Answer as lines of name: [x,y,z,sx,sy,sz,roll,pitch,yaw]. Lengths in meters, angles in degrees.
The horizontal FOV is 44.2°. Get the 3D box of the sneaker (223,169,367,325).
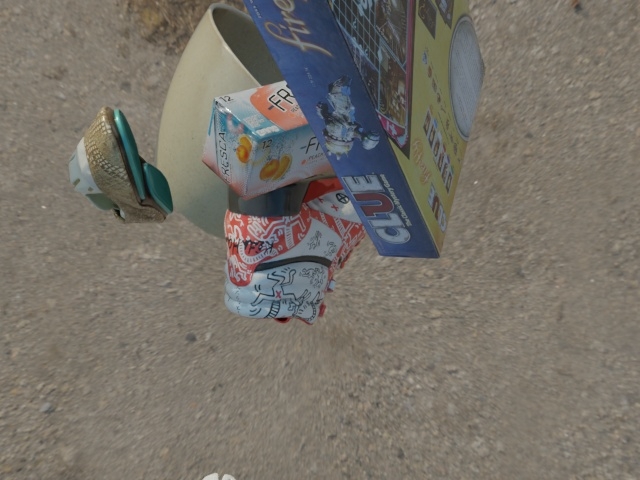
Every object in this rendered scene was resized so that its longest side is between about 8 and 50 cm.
sneaker: [-0.001,0.000,0.800,0.090,0.270,0.145,14,105,31]

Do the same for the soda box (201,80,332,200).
soda box: [-0.007,-0.096,0.652,0.183,0.063,0.058,-24,56,-41]

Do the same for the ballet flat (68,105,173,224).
ballet flat: [-0.179,-0.053,0.687,0.067,0.206,0.073,-12,73,-3]

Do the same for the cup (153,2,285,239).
cup: [-0.103,-0.139,1.143,0.331,0.331,0.237,47,110,2]

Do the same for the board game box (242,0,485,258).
board game box: [0.035,-0.124,0.437,0.042,0.243,0.165,2,56,27]

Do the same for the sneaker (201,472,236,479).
sneaker: [-0.059,0.432,1.110,0.292,0.118,0.110,17,98,5]
